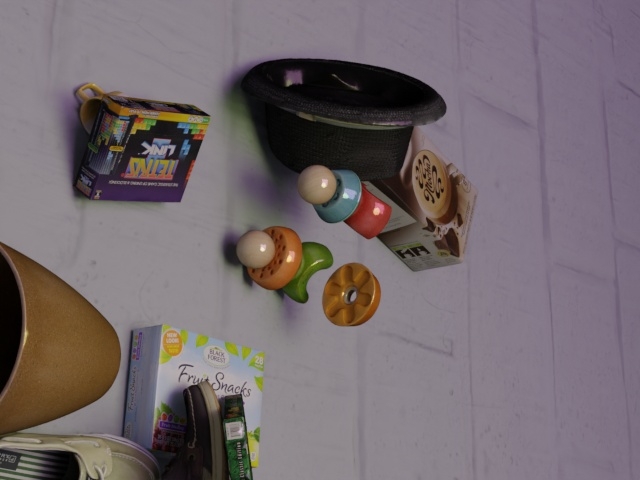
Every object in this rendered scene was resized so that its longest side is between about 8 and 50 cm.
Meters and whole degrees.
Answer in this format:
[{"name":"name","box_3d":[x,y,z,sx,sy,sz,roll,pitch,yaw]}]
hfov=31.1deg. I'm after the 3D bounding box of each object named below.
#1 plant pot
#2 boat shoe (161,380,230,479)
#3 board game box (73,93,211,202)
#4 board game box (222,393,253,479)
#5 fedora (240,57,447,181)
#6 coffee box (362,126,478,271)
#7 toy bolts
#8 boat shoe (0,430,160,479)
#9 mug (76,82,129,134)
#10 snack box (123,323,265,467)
[{"name":"plant pot","box_3d":[-0.354,0.124,1.346,0.254,0.237,0.237,22,62,-61]},{"name":"boat shoe","box_3d":[-0.163,0.315,1.478,0.092,0.103,0.285,-4,61,-9]},{"name":"board game box","box_3d":[-0.247,-0.125,1.607,0.170,0.048,0.141,-1,118,-50]},{"name":"board game box","box_3d":[-0.105,0.280,1.493,0.259,0.030,0.136,153,-68,-86]},{"name":"fedora","box_3d":[0.032,-0.187,1.867,0.334,0.334,0.152,-26,131,-51]},{"name":"coffee box","box_3d":[0.149,-0.096,2.080,0.297,0.119,0.168,41,51,-36]},{"name":"toy bolts","box_3d":[0.000,0.000,1.749,0.158,0.218,0.228,26,98,-46]},{"name":"boat shoe","box_3d":[-0.312,0.290,1.410,0.302,0.094,0.109,17,85,-42]},{"name":"mug","box_3d":[-0.297,-0.188,1.617,0.064,0.062,0.078,-45,121,-55]},{"name":"snack box","box_3d":[-0.176,0.225,1.631,0.207,0.070,0.174,23,63,-46]}]
